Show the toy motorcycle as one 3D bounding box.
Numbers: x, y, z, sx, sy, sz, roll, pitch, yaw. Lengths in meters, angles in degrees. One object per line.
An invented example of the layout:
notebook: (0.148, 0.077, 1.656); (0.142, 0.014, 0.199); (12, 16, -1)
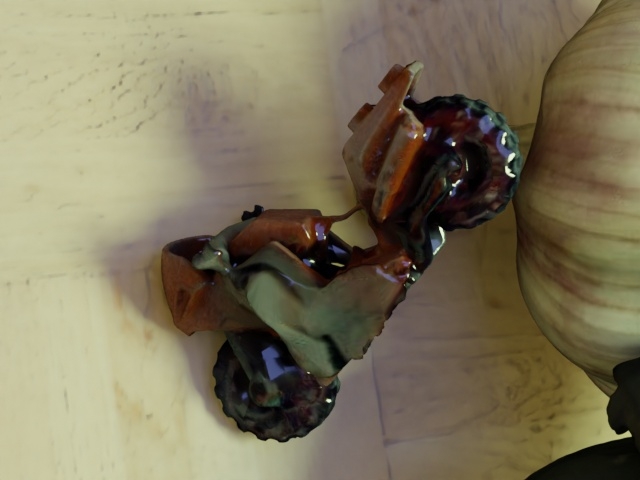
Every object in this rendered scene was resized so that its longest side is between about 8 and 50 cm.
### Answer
toy motorcycle: (0.000, 0.000, 0.954); (0.118, 0.084, 0.212); (41, 111, 4)

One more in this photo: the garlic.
garlic: (0.143, -0.029, 1.013); (0.253, 0.245, 0.245); (3, 77, 18)

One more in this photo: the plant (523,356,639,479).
plant: (0.204, 0.130, 0.905); (0.256, 0.142, 0.164); (-27, 135, 8)
